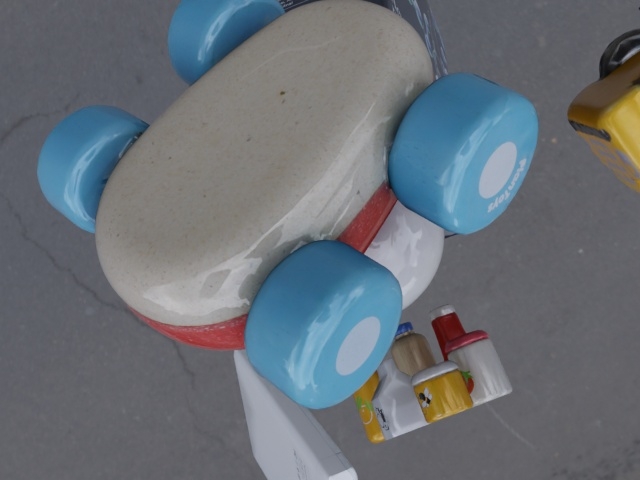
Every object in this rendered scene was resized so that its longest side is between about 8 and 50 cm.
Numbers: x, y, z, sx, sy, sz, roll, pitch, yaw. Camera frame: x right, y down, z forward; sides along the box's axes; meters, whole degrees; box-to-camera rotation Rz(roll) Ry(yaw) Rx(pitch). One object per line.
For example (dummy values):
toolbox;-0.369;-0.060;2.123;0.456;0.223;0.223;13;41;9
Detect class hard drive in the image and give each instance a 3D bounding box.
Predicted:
hard drive;-0.034;0.326;1.106;0.047;0.353;0.233;-17;116;-20

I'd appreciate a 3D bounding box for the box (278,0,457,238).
box;0.036;-0.217;0.979;0.212;0.395;0.293;-16;137;19

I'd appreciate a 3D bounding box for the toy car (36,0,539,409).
toy car;0.000;0.000;0.467;0.210;0.219;0.238;-50;145;-13

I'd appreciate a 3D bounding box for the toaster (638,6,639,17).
toaster;0.413;-0.334;0.752;0.168;0.110;0.185;-51;150;-27

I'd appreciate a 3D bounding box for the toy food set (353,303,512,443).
toy food set;0.090;0.112;0.687;0.111;0.104;0.232;-18;164;-11

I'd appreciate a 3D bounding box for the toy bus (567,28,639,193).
toy bus;0.307;-0.134;0.407;0.333;0.108;0.130;-39;97;13
